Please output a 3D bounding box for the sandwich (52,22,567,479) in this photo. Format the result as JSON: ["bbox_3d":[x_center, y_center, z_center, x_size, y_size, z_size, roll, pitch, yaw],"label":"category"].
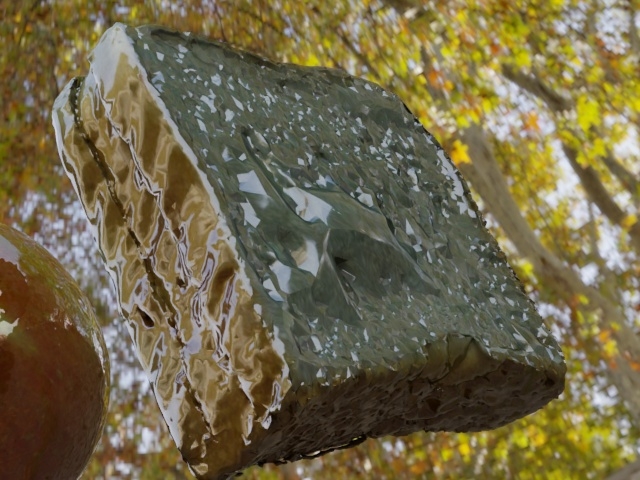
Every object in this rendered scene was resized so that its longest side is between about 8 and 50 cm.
[{"bbox_3d":[0.000,0.000,0.746,0.099,0.271,0.301,-38,-25,32],"label":"sandwich"}]

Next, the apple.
[{"bbox_3d":[-0.370,0.144,1.141,0.340,0.339,0.339,-4,-59,-7],"label":"apple"}]
